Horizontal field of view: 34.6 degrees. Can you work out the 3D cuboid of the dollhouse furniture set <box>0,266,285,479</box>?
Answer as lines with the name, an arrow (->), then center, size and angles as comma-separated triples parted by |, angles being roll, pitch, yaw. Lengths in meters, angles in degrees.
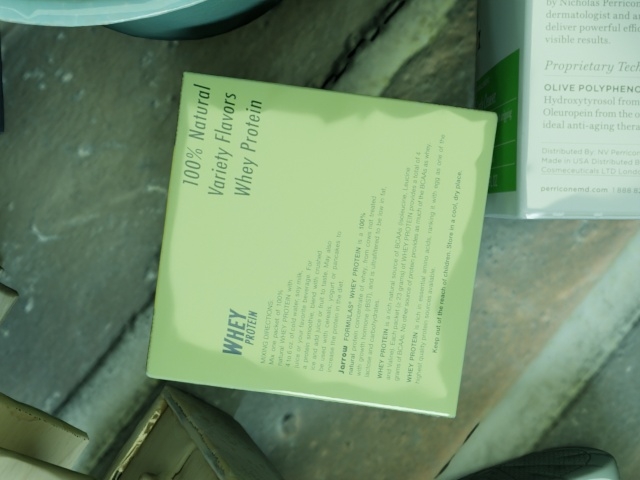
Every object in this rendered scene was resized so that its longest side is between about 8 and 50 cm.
dollhouse furniture set -> -0.245, 0.170, 0.621 | 0.394, 0.362, 0.256 | 33, 90, -31

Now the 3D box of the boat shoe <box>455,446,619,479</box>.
boat shoe -> 0.072, 0.243, 0.733 | 0.320, 0.118, 0.103 | -18, 92, -7

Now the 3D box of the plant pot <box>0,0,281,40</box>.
plant pot -> -0.110, -0.267, 0.605 | 0.341, 0.334, 0.341 | 0, 91, 0

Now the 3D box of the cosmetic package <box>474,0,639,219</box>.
cosmetic package -> 0.191, -0.195, 0.675 | 0.155, 0.197, 0.366 | 0, 90, 0

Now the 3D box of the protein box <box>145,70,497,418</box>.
protein box -> 0.000, 0.000, 0.712 | 0.201, 0.136, 0.200 | 7, 93, 0

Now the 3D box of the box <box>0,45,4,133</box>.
box -> -0.317, -0.119, 0.699 | 0.158, 0.156, 0.093 | -2, 93, 0
